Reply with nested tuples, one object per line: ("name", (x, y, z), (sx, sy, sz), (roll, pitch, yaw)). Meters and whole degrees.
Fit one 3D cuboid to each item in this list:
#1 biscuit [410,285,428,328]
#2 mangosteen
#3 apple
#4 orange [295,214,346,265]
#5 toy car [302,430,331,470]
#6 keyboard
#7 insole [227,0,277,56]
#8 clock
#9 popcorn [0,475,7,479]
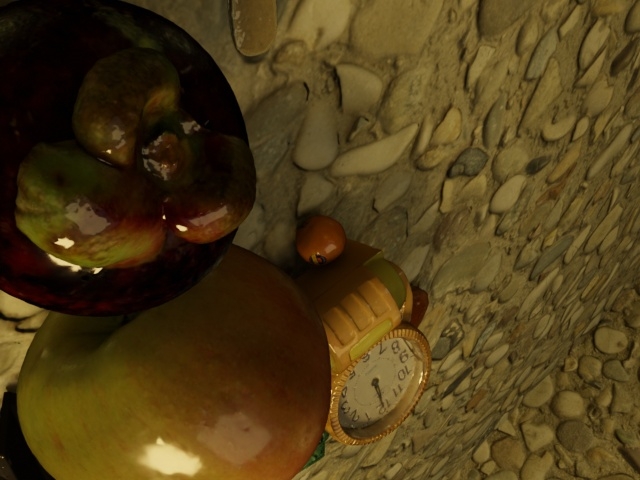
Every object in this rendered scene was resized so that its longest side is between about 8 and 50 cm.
("biscuit", (0.106, 0.194, 1.280), (0.277, 0.052, 0.262), (25, 98, -54))
("mangosteen", (-0.183, -0.066, 0.518), (0.288, 0.288, 0.288), (-29, 140, -28))
("apple", (-0.167, 0.149, 0.716), (0.338, 0.338, 0.305), (-50, 126, -1))
("orange", (0.000, 0.000, 0.958), (0.083, 0.083, 0.084), (-29, 140, -28))
("toy car", (-0.063, 0.310, 1.143), (0.141, 0.097, 0.321), (-21, 120, -35))
("keyboard", (-0.387, 0.330, 0.826), (0.018, 0.101, 0.310), (-7, 133, -12))
("insole", (-0.073, -0.314, 0.646), (0.081, 0.011, 0.248), (-29, 140, -29))
("clock", (0.053, 0.184, 1.015), (0.244, 0.200, 0.317), (-35, 124, -17))
("popcorn", (-0.465, 0.378, 0.748), (0.194, 0.140, 0.163), (-47, 138, -22))
